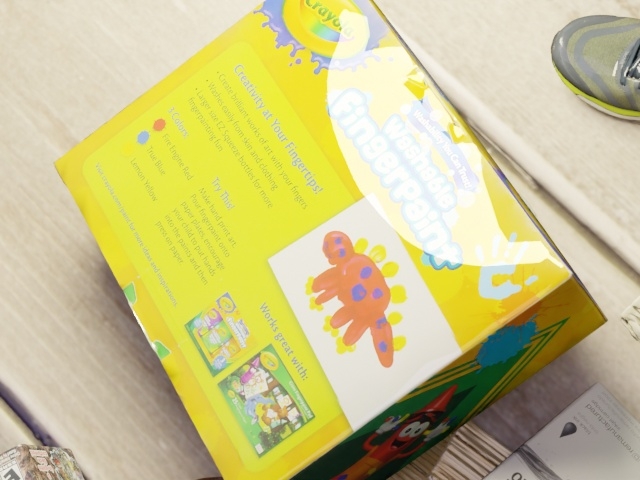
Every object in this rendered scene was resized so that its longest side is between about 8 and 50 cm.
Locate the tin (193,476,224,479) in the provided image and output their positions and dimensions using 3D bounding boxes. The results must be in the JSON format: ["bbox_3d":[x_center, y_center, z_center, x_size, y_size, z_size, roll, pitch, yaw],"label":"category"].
[{"bbox_3d":[-0.050,0.286,1.509,0.190,0.106,0.040,13,96,14],"label":"tin"}]

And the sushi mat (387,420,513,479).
[{"bbox_3d":[0.161,0.282,1.511,0.316,0.019,0.151,36,88,15],"label":"sushi mat"}]

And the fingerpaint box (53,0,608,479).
[{"bbox_3d":[0.000,0.000,1.466,0.371,0.163,0.445,-37,61,7],"label":"fingerpaint box"}]

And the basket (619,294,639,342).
[{"bbox_3d":[0.386,0.090,1.435,0.167,0.103,0.113,50,122,15],"label":"basket"}]

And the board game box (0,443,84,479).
[{"bbox_3d":[-0.325,0.392,1.530,0.232,0.141,0.291,-29,76,6],"label":"board game box"}]

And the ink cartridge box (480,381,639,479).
[{"bbox_3d":[0.237,0.263,1.411,0.218,0.092,0.158,-35,73,-29],"label":"ink cartridge box"}]

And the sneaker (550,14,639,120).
[{"bbox_3d":[0.378,-0.168,1.491,0.300,0.121,0.111,17,84,14],"label":"sneaker"}]

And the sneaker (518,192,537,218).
[{"bbox_3d":[0.154,0.020,1.537,0.170,0.068,0.071,-35,88,7],"label":"sneaker"}]
